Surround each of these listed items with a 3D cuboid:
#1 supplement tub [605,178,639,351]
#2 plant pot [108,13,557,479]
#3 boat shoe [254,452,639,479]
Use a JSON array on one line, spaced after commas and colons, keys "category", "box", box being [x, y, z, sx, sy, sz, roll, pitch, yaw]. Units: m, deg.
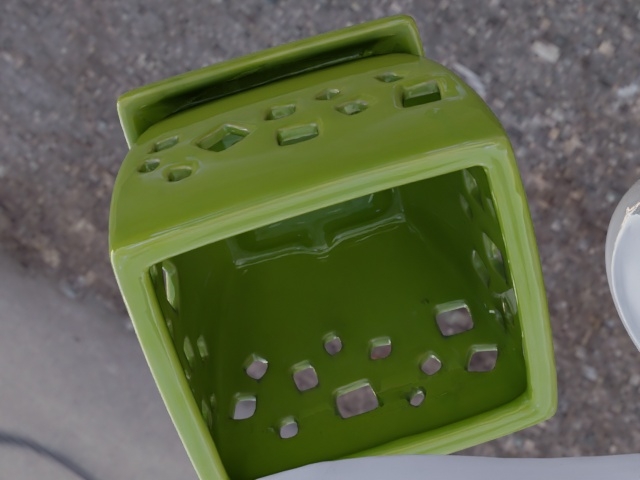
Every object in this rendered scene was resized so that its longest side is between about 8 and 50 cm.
[{"category": "supplement tub", "box": [0.347, -0.012, 1.010, 0.191, 0.272, 0.191, 41, 147, 34]}, {"category": "plant pot", "box": [0.000, 0.000, 0.916, 0.227, 0.207, 0.228, -17, 127, -1]}, {"category": "boat shoe", "box": [0.053, 0.116, 0.447, 0.228, 0.076, 0.080, -5, 136, 17]}]
